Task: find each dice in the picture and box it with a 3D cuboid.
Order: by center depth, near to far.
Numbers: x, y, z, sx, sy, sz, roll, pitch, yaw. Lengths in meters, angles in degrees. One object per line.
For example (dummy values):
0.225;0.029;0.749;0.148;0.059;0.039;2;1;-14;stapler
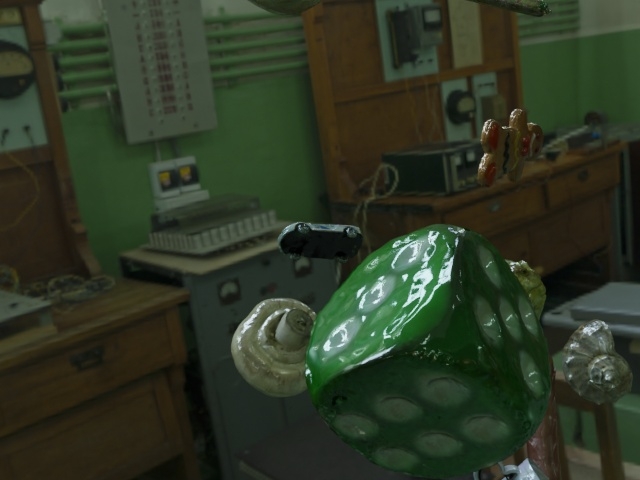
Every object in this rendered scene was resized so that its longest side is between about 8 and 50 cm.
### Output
0.171;0.176;1.188;0.297;0.287;0.300;-29;25;30;dice

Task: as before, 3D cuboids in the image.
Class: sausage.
0.317;-0.472;1.458;0.269;0.032;0.033;23;27;24;sausage
0.575;0.478;1.960;0.088;0.432;0.088;1;-15;0;sausage

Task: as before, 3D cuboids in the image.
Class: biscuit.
0.435;-0.209;1.689;0.036;0.165;0.250;16;22;41;biscuit

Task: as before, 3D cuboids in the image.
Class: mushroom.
-0.093;0.248;1.878;0.254;0.234;0.260;-12;55;-26;mushroom

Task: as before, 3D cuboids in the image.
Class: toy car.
0.000;0.000;1.766;0.205;0.095;0.056;5;40;-15;toy car

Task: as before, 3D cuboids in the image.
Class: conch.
0.749;0.345;2.112;0.159;0.210;0.291;-22;4;-3;conch

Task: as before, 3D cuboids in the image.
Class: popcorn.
0.429;0.130;1.759;0.186;0.167;0.187;4;11;26;popcorn

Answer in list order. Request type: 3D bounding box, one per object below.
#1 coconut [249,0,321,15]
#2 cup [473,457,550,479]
-0.075;-0.556;1.518;0.224;0.224;0.224;-8;13;2;coconut
0.407;0.574;1.627;0.202;0.221;0.167;-40;-29;7;cup
